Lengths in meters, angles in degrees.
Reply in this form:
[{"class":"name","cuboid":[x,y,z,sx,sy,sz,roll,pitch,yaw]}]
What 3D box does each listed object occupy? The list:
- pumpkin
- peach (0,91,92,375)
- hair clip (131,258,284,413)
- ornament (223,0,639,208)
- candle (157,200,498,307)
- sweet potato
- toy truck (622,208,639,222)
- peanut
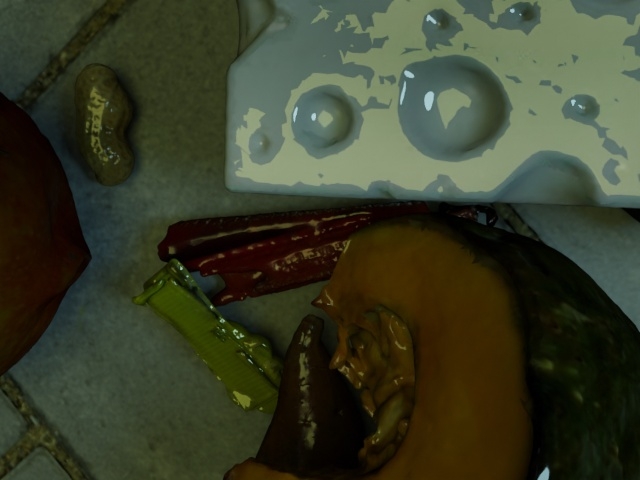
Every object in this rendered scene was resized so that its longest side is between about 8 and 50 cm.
[{"class":"pumpkin","cuboid":[0.100,0.148,0.442,0.225,0.256,0.303,25,89,-36]},{"class":"peach","cuboid":[-0.385,0.000,0.538,0.372,0.290,0.373,1,95,7]},{"class":"hair clip","cuboid":[-0.091,0.094,0.594,0.072,0.046,0.173,-35,109,28]},{"class":"ornament","cuboid":[0.087,-0.146,0.452,0.239,0.239,0.239,3,96,12]},{"class":"candle","cuboid":[0.000,0.000,0.575,0.301,0.059,0.084,-11,115,14]},{"class":"sweet potato","cuboid":[-0.009,0.240,0.577,0.112,0.112,0.360,4,98,11]},{"class":"toy truck","cuboid":[0.306,-0.045,0.428,0.165,0.224,0.147,41,101,12]},{"class":"peanut","cuboid":[-0.200,-0.107,0.613,0.053,0.054,0.113,-3,97,12]}]
